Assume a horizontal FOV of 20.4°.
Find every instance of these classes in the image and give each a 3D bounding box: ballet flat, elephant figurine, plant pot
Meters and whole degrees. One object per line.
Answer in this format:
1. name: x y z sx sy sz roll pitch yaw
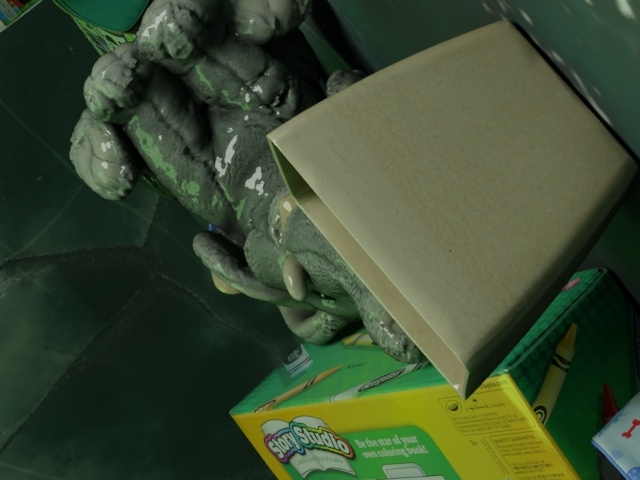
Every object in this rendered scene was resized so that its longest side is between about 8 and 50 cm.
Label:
1. ballet flat: -0.125 -0.170 1.239 0.168 0.057 0.052 19 -150 -37
2. elephant figurine: -0.009 -0.018 0.955 0.239 0.186 0.169 45 135 12
3. plant pot: 0.055 -0.017 0.660 0.109 0.096 0.109 49 176 11

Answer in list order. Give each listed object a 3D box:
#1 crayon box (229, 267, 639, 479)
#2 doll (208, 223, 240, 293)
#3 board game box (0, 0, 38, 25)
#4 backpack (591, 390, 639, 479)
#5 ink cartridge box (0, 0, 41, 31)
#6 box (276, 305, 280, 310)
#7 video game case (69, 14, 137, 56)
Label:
1. crayon box: 0.084 0.118 0.916 0.165 0.081 0.278 54 151 -11
2. doll: -0.030 -0.053 1.183 0.046 0.129 0.189 -117 26 -46
3. board game box: -0.183 -0.227 1.095 0.048 0.141 0.170 48 176 24
4. backpack: 0.157 0.098 0.663 0.105 0.084 0.114 49 180 41
5. ink cartridge box: -0.281 -0.291 1.419 0.171 0.168 0.233 52 177 -28
6. box: 0.000 0.000 1.359 0.036 0.114 0.207 49 176 23
7. video game case: -0.111 -0.137 1.533 0.210 0.042 0.232 28 164 34
